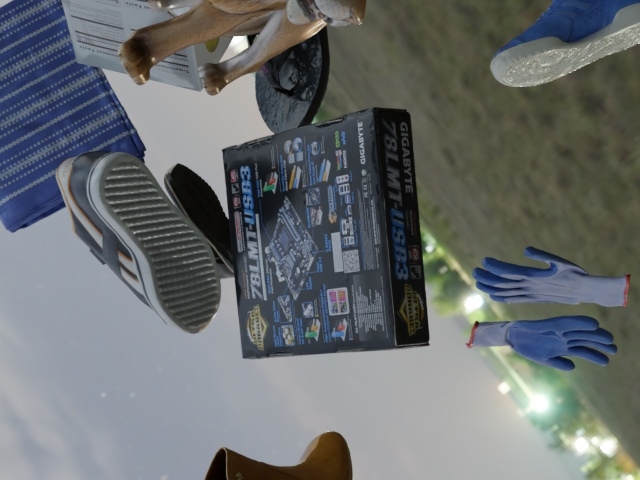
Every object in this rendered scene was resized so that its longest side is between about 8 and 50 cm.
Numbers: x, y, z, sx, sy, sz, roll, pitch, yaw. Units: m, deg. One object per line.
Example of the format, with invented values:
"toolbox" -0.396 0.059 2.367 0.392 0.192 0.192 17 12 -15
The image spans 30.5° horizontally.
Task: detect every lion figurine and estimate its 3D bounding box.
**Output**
"lion figurine" -0.039 -0.215 0.929 0.142 0.240 0.392 64 -170 -8

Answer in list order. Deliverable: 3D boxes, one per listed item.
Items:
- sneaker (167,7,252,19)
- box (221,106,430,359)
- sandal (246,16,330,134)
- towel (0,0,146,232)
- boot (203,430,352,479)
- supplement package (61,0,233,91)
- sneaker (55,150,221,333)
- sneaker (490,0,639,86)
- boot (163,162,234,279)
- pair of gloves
"sneaker" -0.047 -0.314 1.258 0.123 0.290 0.106 21 134 53
"box" 0.000 0.000 1.503 0.073 0.293 0.295 -1 -97 -42
"sandal" -0.069 -0.396 2.033 0.107 0.445 0.167 11 168 -42
"towel" -0.433 -0.203 1.770 0.336 0.243 0.040 61 180 15
"boot" -0.066 0.349 1.703 0.211 0.104 0.295 42 -142 -24
"supplement package" -0.226 -0.379 1.588 0.198 0.199 0.262 15 143 14
"sneaker" -0.253 -0.003 1.647 0.127 0.126 0.321 12 141 40
"sneaker" 0.203 -0.191 1.002 0.058 0.152 0.084 81 166 -66
"boot" -0.204 -0.008 1.753 0.198 0.137 0.077 56 -146 -16
"pair of gloves" 0.232 0.075 1.203 0.198 0.159 0.023 88 -171 -52
